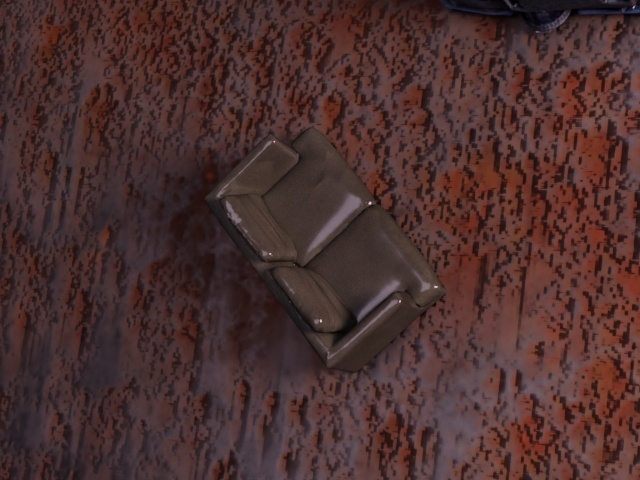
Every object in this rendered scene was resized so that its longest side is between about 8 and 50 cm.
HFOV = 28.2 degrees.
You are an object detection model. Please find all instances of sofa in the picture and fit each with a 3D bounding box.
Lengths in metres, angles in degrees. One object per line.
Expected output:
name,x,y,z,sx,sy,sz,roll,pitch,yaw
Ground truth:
sofa,0.000,0.000,0.793,0.085,0.060,0.147,-41,64,10

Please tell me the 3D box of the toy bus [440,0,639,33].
toy bus,0.176,-0.179,0.745,0.236,0.079,0.094,4,77,25
